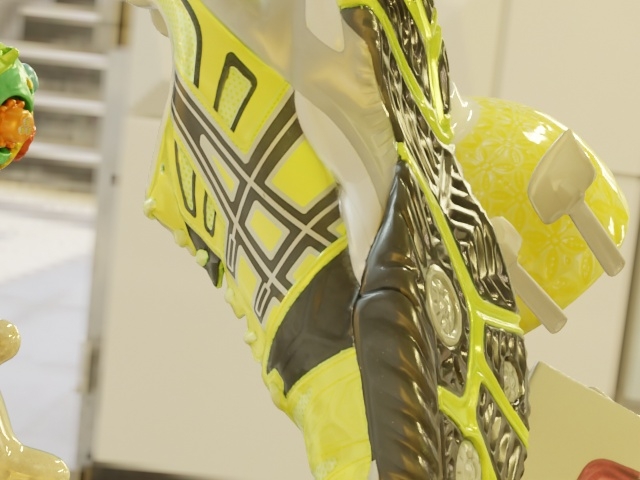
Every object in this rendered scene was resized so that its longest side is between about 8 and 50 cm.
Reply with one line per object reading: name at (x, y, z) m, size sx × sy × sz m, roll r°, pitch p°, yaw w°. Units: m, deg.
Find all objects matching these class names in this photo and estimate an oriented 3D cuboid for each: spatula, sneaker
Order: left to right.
sneaker at (0.000, 0.000, 0.930) m, size 0.147 × 0.384 × 0.145 m, roll -19°, pitch -23°, yaw 22°
spatula at (0.125, 0.028, 1.212) m, size 0.019 × 0.168 × 0.242 m, roll 41°, pitch -1°, yaw 25°

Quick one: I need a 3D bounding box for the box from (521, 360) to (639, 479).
box at (0.172, 0.245, 1.579) m, size 0.127 × 0.232 × 0.148 m, roll 29°, pitch -26°, yaw 2°

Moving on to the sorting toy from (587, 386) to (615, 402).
sorting toy at (0.334, 0.313, 1.874) m, size 0.041 × 0.229 × 0.307 m, roll -7°, pitch 30°, yaw -30°

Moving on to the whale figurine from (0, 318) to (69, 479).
whale figurine at (-0.354, 0.155, 1.737) m, size 0.272 × 0.216 × 0.141 m, roll 43°, pitch 0°, yaw -2°

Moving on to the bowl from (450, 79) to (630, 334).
bowl at (0.084, -0.036, 1.500) m, size 0.289 × 0.156 × 0.289 m, roll -23°, pitch 23°, yaw 11°

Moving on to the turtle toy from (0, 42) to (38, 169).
turtle toy at (-0.202, -0.059, 1.063) m, size 0.066 × 0.130 × 0.095 m, roll 29°, pitch 29°, yaw -22°
